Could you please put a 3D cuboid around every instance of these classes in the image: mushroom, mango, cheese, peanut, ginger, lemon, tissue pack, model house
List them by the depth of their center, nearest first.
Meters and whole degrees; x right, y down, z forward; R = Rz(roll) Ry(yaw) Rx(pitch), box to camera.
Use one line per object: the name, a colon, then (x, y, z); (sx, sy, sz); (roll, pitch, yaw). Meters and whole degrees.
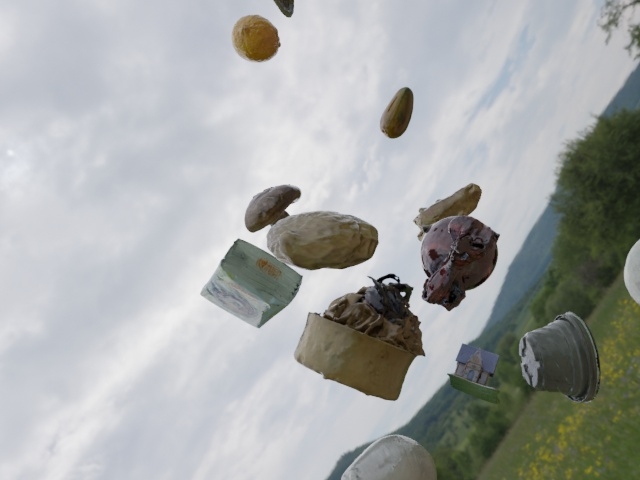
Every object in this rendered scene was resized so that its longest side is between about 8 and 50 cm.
peanut: (0.000, 0.000, 1.018); (0.233, 0.197, 0.110); (7, -94, -69)
cheese: (0.162, 0.520, 1.193); (0.198, 0.155, 0.189); (52, -120, -21)
model house: (0.353, 0.292, 1.223); (0.088, 0.117, 0.167); (-66, -27, -18)
ginger: (0.312, -0.066, 1.385); (0.205, 0.081, 0.115); (-40, 9, -7)
mango: (0.240, -0.391, 1.691); (0.111, 0.090, 0.163); (-60, -5, -73)
lemon: (-0.198, -0.624, 1.709); (0.187, 0.142, 0.142); (6, -67, -63)
tissue pack: (-0.264, 0.171, 2.040); (0.162, 0.288, 0.388); (-63, 10, -29)
mushroom: (-0.165, -0.139, 2.114); (0.151, 0.156, 0.286); (-24, 16, 51)

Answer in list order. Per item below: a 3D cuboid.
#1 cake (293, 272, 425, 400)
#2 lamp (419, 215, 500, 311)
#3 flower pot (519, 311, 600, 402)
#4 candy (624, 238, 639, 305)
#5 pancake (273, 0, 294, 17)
cake: (0.123, 0.234, 1.497); (0.320, 0.333, 0.332); (-68, -22, -7)
lamp: (0.277, 0.027, 1.066); (0.223, 0.151, 0.214); (-89, 12, -57)
flower pot: (0.601, 0.305, 1.415); (0.235, 0.141, 0.235); (-6, -90, -88)
candy: (0.990, 0.081, 1.515); (0.185, 0.296, 0.295); (38, -96, -42)
pancake: (-0.089, -0.560, 1.247); (0.108, 0.017, 0.107); (36, -132, -54)
